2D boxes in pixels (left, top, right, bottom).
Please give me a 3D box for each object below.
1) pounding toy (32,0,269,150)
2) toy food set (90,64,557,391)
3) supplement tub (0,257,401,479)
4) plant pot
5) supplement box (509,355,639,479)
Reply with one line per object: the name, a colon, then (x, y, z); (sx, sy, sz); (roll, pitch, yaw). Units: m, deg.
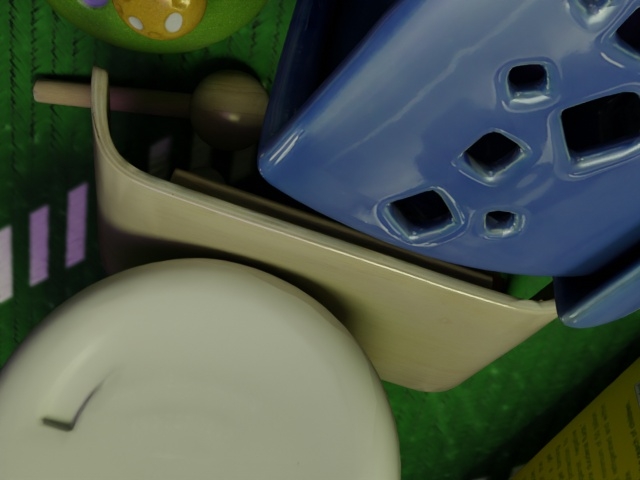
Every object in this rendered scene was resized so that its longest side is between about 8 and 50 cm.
pounding toy: (-0.115, -0.149, 0.606); (0.183, 0.110, 0.236); (9, 127, 7)
toy food set: (0.000, 0.000, 0.670); (0.306, 0.092, 0.219); (18, 159, -4)
supplement tub: (-0.071, 0.171, 0.691); (0.236, 0.235, 0.325); (11, 158, 6)
plant pot: (0.131, -0.111, 0.505); (0.212, 0.236, 0.236); (33, 126, -19)
supplement box: (0.251, 0.225, 0.703); (0.194, 0.195, 0.356); (33, 116, -10)
